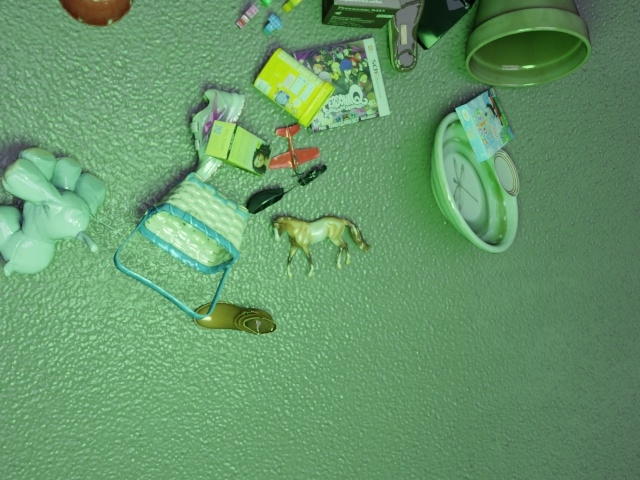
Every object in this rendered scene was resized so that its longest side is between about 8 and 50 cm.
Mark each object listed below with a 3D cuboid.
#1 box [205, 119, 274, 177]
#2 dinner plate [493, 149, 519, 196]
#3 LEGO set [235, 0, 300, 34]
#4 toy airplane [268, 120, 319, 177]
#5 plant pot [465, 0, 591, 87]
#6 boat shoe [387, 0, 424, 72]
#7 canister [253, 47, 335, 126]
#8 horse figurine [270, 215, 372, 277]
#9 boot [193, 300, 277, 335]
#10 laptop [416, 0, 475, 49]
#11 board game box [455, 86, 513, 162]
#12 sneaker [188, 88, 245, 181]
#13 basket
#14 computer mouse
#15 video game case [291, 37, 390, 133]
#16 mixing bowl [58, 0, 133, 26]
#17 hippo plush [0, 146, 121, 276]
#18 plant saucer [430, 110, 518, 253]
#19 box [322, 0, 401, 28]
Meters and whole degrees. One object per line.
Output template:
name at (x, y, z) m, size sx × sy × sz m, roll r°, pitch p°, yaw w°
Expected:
box at (-0.189, -0.218, 1.648) m, size 0.058 × 0.232 × 0.087 m, roll 16°, pitch 91°, yaw 20°
dinner plate at (0.519, -0.188, 1.928) m, size 0.141 × 0.017 × 0.141 m, roll 21°, pitch 61°, yaw -43°
LEGO set at (-0.098, -0.599, 1.711) m, size 0.087 × 0.093 × 0.227 m, roll 43°, pitch 80°, yaw -17°
toy airplane at (-0.073, -0.238, 1.785) m, size 0.151 × 0.028 × 0.151 m, roll -2°, pitch 96°, yaw -18°
plant pot at (0.551, -0.611, 1.846) m, size 0.323 × 0.323 × 0.280 m, roll 6°, pitch 77°, yaw -19°
boat shoe at (0.214, -0.579, 1.818) m, size 0.095 × 0.095 × 0.257 m, roll 3°, pitch 103°, yaw -10°
canister at (-0.067, -0.386, 1.720) m, size 0.170 × 0.073 × 0.126 m, roll 37°, pitch 100°, yaw 0°
horse figurine at (0.000, 0.000, 1.812) m, size 0.263 × 0.066 × 0.174 m, roll -12°, pitch 104°, yaw -16°
boot at (-0.210, 0.198, 1.708) m, size 0.197 × 0.152 × 0.073 m, roll 0°, pitch 95°, yaw -19°
laptop at (0.305, -0.709, 1.886) m, size 0.234 × 0.136 × 0.264 m, roll 42°, pitch 55°, yaw -18°
board game box at (0.458, -0.323, 1.895) m, size 0.211 × 0.039 × 0.160 m, roll -36°, pitch 104°, yaw -48°
sneaker at (-0.276, -0.261, 1.683) m, size 0.111 × 0.103 × 0.252 m, roll 20°, pitch 82°, yaw -15°
basket at (-0.312, 0.012, 1.616) m, size 0.254 × 0.201 × 0.289 m, roll 38°, pitch 51°, yaw -18°
computer mouse at (-0.090, -0.141, 1.770) m, size 0.242 × 0.071 × 0.041 m, roll -31°, pitch 82°, yaw -17°
video game case at (0.055, -0.409, 1.808) m, size 0.232 × 0.042 × 0.210 m, roll -16°, pitch 98°, yaw -17°
mixing bowl at (-0.514, -0.592, 1.566) m, size 0.181 × 0.098 × 0.181 m, roll -2°, pitch 95°, yaw -20°
hippo plush at (-0.618, -0.041, 1.550) m, size 0.294 × 0.234 × 0.236 m, roll 45°, pitch 111°, yaw -2°
plant saucer at (0.400, -0.149, 1.867) m, size 0.400 × 0.100 × 0.400 m, roll 21°, pitch 60°, yaw -42°
box at (0.099, -0.639, 1.707) m, size 0.168 × 0.203 × 0.167 m, roll 2°, pitch 94°, yaw -8°
